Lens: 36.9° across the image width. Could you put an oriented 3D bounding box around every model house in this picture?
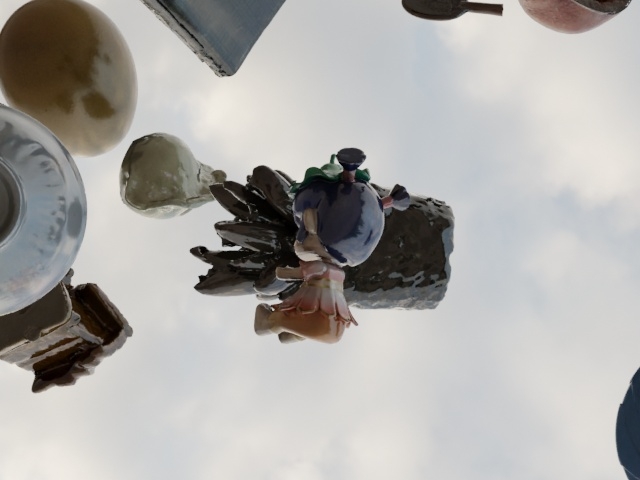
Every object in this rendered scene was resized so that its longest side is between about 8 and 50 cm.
[{"bbox_3d":[-0.416,0.132,1.521,0.199,0.229,0.219,-28,-125,14],"label":"model house"}]

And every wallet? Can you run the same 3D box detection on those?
[{"bbox_3d":[-0.118,-0.284,0.880,0.044,0.317,0.169,30,-94,28],"label":"wallet"}]

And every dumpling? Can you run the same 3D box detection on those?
[{"bbox_3d":[-0.261,-0.108,1.711,0.258,0.193,0.147,-76,-177,-64],"label":"dumpling"}]

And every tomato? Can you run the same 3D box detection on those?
[{"bbox_3d":[0.440,-0.466,1.737,0.180,0.214,0.155,-57,-173,-25],"label":"tomato"}]

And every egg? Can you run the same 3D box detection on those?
[{"bbox_3d":[-0.471,-0.304,1.812,0.250,0.322,0.250,-13,-142,10],"label":"egg"}]

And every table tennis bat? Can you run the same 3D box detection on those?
[{"bbox_3d":[0.219,-0.428,1.561,0.170,0.119,0.107,8,-137,7],"label":"table tennis bat"}]

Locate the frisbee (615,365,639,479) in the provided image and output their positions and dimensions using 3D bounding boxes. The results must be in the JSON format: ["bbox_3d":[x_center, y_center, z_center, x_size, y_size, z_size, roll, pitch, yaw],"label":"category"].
[{"bbox_3d":[0.433,0.206,0.996,0.242,0.045,0.242,1,-83,7],"label":"frisbee"}]

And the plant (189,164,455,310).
[{"bbox_3d":[0.000,0.000,1.233,0.194,0.321,0.181,175,-76,-78],"label":"plant"}]

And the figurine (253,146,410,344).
[{"bbox_3d":[0.012,0.011,0.947,0.102,0.111,0.194,6,-100,33],"label":"figurine"}]

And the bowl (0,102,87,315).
[{"bbox_3d":[-0.283,-0.029,0.773,0.189,0.189,0.086,-61,-167,-10],"label":"bowl"}]
